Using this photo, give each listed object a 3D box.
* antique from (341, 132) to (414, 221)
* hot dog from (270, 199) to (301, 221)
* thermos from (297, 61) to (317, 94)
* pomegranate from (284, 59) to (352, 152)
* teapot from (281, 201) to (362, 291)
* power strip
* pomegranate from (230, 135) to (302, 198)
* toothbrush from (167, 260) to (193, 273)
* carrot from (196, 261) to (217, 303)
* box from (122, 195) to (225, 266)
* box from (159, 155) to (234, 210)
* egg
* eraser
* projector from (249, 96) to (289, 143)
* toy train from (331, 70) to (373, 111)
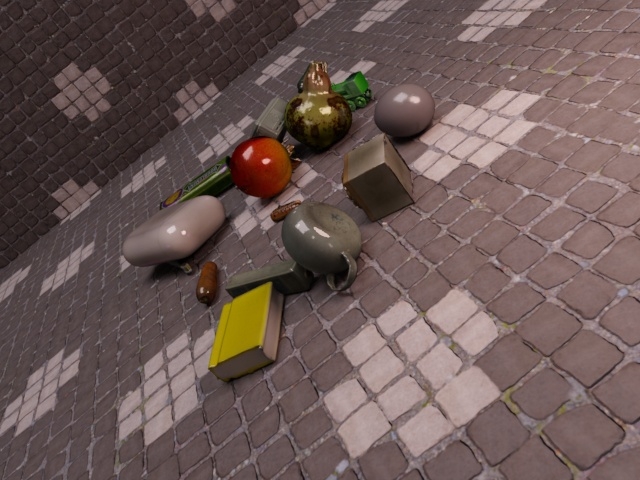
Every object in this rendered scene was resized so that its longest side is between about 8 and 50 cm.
[{"bbox_3d":[0.139,-0.156,1.388,0.147,0.147,0.152,-28,31,24],"label":"antique"},{"bbox_3d":[-0.108,-0.094,1.696,0.122,0.037,0.049,-25,35,27],"label":"hot dog"},{"bbox_3d":[-0.049,-0.717,2.491,0.073,0.083,0.188,-39,21,51],"label":"thermos"},{"bbox_3d":[-0.006,-0.439,1.839,0.221,0.277,0.204,-7,50,-14],"label":"pomegranate"},{"bbox_3d":[0.000,0.000,1.295,0.294,0.193,0.130,57,132,38],"label":"teapot"},{"bbox_3d":[-0.133,0.106,1.396,0.272,0.078,0.052,-17,36,35],"label":"power strip"},{"bbox_3d":[-0.184,-0.247,1.834,0.235,0.210,0.210,-23,26,-12],"label":"pomegranate"},{"bbox_3d":[-0.517,0.074,1.938,0.028,0.037,0.375,-46,27,-19],"label":"toothbrush"},{"bbox_3d":[-0.330,0.117,1.627,0.060,0.060,0.186,-32,29,13],"label":"carrot"},{"bbox_3d":[-0.509,-0.030,1.928,0.348,0.141,0.289,-13,24,38],"label":"box"},{"bbox_3d":[-0.480,-0.203,2.217,0.345,0.097,0.134,-32,31,12],"label":"box"},{"bbox_3d":[0.234,-0.367,1.574,0.146,0.146,0.198,-51,24,-21],"label":"egg"},{"bbox_3d":[-0.171,0.211,1.299,0.158,0.069,0.226,-28,30,22],"label":"eraser"},{"bbox_3d":[-0.194,-0.373,2.010,0.192,0.099,0.257,-62,3,-38],"label":"projector"},{"bbox_3d":[0.079,-0.528,2.016,0.251,0.119,0.085,-2,47,46],"label":"toy train"}]
